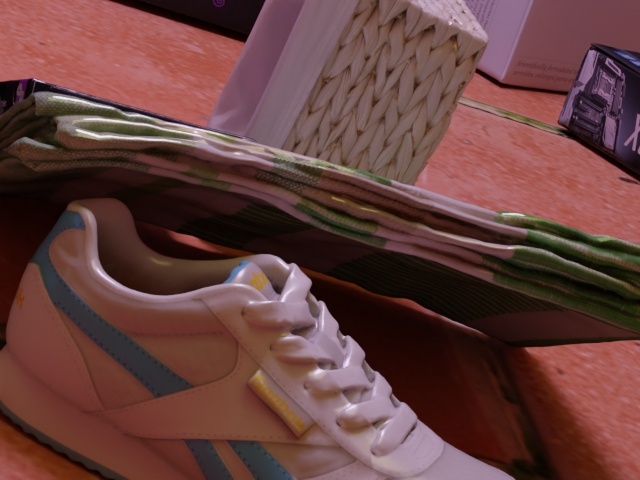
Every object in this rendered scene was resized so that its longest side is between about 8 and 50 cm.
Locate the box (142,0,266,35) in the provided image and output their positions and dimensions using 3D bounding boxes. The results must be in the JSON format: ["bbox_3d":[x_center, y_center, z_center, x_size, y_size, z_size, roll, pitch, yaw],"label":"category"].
[{"bbox_3d":[-0.051,-0.245,1.462,0.270,0.143,0.165,16,19,-16],"label":"box"}]

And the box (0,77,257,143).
[{"bbox_3d":[-0.114,-0.054,0.965,0.116,0.029,0.162,14,-1,-22],"label":"box"}]

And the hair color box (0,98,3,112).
[{"bbox_3d":[-0.218,-0.080,0.846,0.141,0.072,0.043,-7,9,22],"label":"hair color box"}]

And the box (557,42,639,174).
[{"bbox_3d":[0.378,-0.050,1.496,0.242,0.076,0.307,3,26,-43],"label":"box"}]

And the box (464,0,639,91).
[{"bbox_3d":[0.205,-0.234,1.655,0.181,0.182,0.119,2,25,-45],"label":"box"}]

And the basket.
[{"bbox_3d":[0.009,-0.077,1.039,0.103,0.167,0.113,22,18,-14],"label":"basket"}]

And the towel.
[{"bbox_3d":[0.000,0.000,0.880,0.325,0.038,0.248,14,-7,-16],"label":"towel"}]

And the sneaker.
[{"bbox_3d":[-0.018,0.063,0.731,0.229,0.092,0.087,24,19,8],"label":"sneaker"}]
